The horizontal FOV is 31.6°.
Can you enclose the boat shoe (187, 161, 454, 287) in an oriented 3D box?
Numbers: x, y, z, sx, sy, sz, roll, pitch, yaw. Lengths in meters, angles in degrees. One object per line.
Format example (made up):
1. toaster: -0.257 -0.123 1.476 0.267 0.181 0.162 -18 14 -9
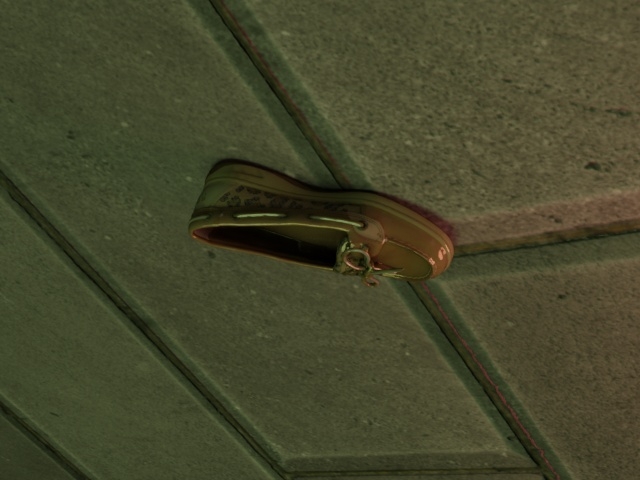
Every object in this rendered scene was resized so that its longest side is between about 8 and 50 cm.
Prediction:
1. boat shoe: 0.000 0.000 1.229 0.285 0.089 0.104 14 142 9
